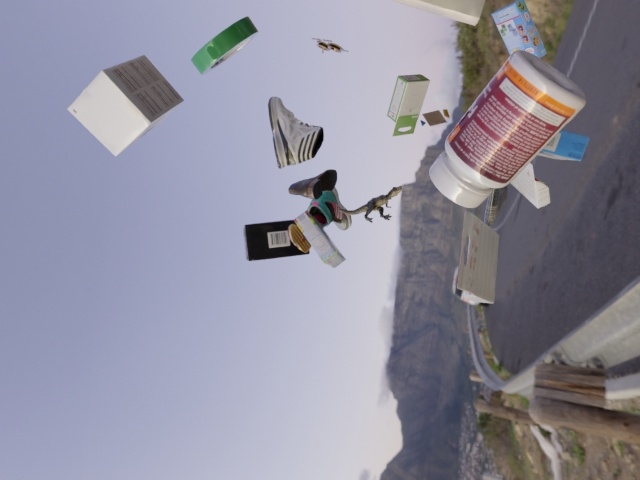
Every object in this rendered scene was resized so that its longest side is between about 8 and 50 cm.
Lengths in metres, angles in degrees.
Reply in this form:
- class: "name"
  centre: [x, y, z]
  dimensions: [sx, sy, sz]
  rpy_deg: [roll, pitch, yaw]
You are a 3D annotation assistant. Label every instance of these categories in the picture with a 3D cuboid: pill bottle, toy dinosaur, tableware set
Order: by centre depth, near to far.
- class: "pill bottle"
  centre: [0.493, -0.290, 1.191]
  dimensions: [0.392, 0.224, 0.224]
  rpy_deg: [-56, 0, 40]
- class: "toy dinosaur"
  centre: [0.213, -0.127, 1.712]
  dimensions: [0.064, 0.268, 0.118]
  rpy_deg: [65, -175, -53]
- class: "tableware set"
  centre: [0.042, -0.981, 2.192]
  dimensions: [0.128, 0.194, 0.039]
  rpy_deg: [13, -73, -39]

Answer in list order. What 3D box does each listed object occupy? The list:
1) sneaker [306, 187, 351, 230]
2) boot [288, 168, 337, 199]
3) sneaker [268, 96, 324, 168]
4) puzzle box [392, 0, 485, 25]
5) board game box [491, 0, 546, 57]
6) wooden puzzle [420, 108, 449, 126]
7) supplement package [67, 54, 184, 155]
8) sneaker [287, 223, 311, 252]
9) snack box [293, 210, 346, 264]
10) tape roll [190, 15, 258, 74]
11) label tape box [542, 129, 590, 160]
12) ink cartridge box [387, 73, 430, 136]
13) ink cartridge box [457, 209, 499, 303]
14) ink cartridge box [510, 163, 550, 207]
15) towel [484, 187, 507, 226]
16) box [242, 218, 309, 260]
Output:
- class: "sneaker"
  centre: [0.035, -0.100, 1.886]
  dimensions: [0.178, 0.123, 0.295]
  rpy_deg: [-58, -42, -25]
- class: "boot"
  centre: [-0.022, -0.205, 1.509]
  dimensions: [0.219, 0.106, 0.082]
  rpy_deg: [-40, -49, -55]
- class: "sneaker"
  centre: [-0.120, -0.563, 2.183]
  dimensions: [0.169, 0.257, 0.448]
  rpy_deg: [84, 175, -62]
- class: "puzzle box"
  centre: [0.428, -0.986, 1.597]
  dimensions: [0.052, 0.409, 0.272]
  rpy_deg: [88, -159, -84]
- class: "board game box"
  centre: [0.727, -0.762, 1.579]
  dimensions: [0.211, 0.039, 0.160]
  rpy_deg: [56, -179, -17]
- class: "wooden puzzle"
  centre: [0.406, -0.433, 1.526]
  dimensions: [0.014, 0.116, 0.079]
  rpy_deg: [89, 170, -55]
- class: "supplement package"
  centre: [-0.637, -0.454, 1.435]
  dimensions: [0.198, 0.199, 0.263]
  rpy_deg: [49, -153, -21]
- class: "sneaker"
  centre: [-0.112, -0.016, 1.914]
  dimensions: [0.069, 0.084, 0.185]
  rpy_deg: [-47, -40, -14]
- class: "snack box"
  centre: [0.000, 0.000, 1.648]
  dimensions: [0.070, 0.207, 0.174]
  rpy_deg: [-38, -17, 5]
- class: "tape roll"
  centre: [-0.421, -0.857, 1.895]
  dimensions: [0.077, 0.321, 0.321]
  rpy_deg: [54, -141, -20]
- class: "label tape box"
  centre: [1.009, -0.449, 1.974]
  dimensions: [0.348, 0.249, 0.115]
  rpy_deg: [-73, -4, -79]
- class: "ink cartridge box"
  centre: [0.314, -0.496, 1.578]
  dimensions: [0.109, 0.062, 0.209]
  rpy_deg: [-15, -44, -28]
- class: "ink cartridge box"
  centre: [0.611, 0.076, 1.736]
  dimensions: [0.385, 0.091, 0.308]
  rpy_deg: [21, -106, -46]
- class: "ink cartridge box"
  centre: [0.755, -0.253, 1.575]
  dimensions: [0.232, 0.066, 0.189]
  rpy_deg: [60, -175, -44]
- class: "towel"
  centre: [0.773, -0.252, 1.859]
  dimensions: [0.324, 0.056, 0.312]
  rpy_deg: [-33, -50, -52]
- class: "box"
  centre: [-0.230, -0.001, 2.130]
  dimensions: [0.294, 0.296, 0.183]
  rpy_deg: [167, 96, -78]
